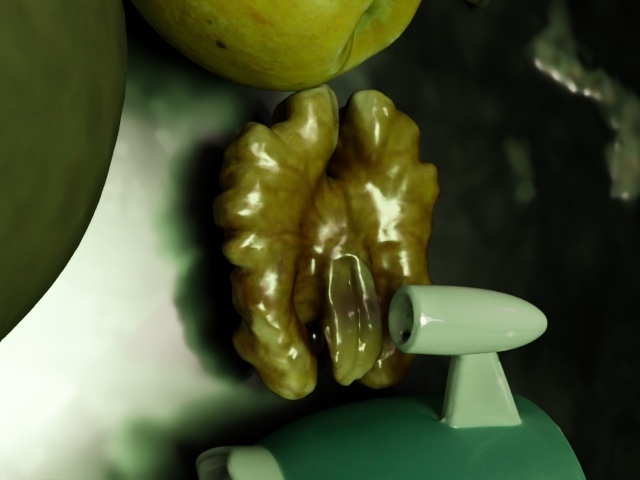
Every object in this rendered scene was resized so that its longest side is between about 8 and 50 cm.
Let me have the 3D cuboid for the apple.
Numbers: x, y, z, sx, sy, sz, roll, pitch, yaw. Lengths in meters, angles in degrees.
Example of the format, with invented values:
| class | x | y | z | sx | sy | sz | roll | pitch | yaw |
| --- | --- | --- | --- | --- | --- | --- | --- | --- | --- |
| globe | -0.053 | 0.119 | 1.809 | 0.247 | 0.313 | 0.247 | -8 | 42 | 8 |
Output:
| class | x | y | z | sx | sy | sz | roll | pitch | yaw |
| --- | --- | --- | --- | --- | --- | --- | --- | --- | --- |
| apple | -0.018 | -0.159 | 0.492 | 0.182 | 0.182 | 0.155 | -35 | 86 | -24 |

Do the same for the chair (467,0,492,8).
| class | x | y | z | sx | sy | sz | roll | pitch | yaw |
| --- | --- | --- | --- | --- | --- | --- | --- | --- | --- |
| chair | 0.063 | -0.383 | 0.557 | 0.240 | 0.416 | 0.203 | 35 | 65 | 25 |

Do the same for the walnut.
| class | x | y | z | sx | sy | sz | roll | pitch | yaw |
| --- | --- | --- | --- | --- | --- | --- | --- | --- | --- |
| walnut | 0.000 | 0.000 | 0.560 | 0.143 | 0.069 | 0.170 | 1 | 90 | -31 |

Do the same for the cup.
| class | x | y | z | sx | sy | sz | roll | pitch | yaw |
| --- | --- | --- | --- | --- | --- | --- | --- | --- | --- |
| cup | 0.026 | 0.159 | 0.517 | 0.173 | 0.167 | 0.299 | 3 | 113 | -23 |

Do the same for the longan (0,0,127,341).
| class | x | y | z | sx | sy | sz | roll | pitch | yaw |
| --- | --- | --- | --- | --- | --- | --- | --- | --- | --- |
| longan | -0.199 | -0.064 | 0.348 | 0.243 | 0.300 | 0.300 | 7 | 84 | 9 |
